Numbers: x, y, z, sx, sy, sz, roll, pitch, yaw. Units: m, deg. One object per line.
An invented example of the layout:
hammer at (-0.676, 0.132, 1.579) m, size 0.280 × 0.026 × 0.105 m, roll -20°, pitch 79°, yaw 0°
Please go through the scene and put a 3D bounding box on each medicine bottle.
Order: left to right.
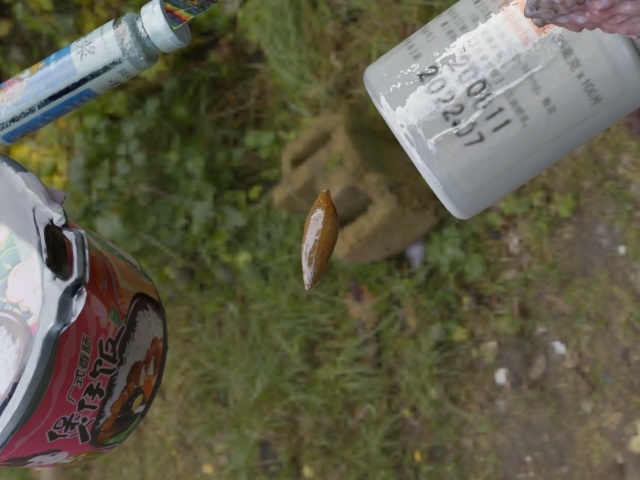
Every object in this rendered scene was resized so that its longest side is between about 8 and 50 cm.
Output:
medicine bottle at (-0.199, -0.141, 1.112) m, size 0.191 × 0.051 × 0.051 m, roll -25°, pitch 67°, yaw 17°
medicine bottle at (0.249, -0.205, 1.460) m, size 0.371 × 0.211 × 0.211 m, roll -35°, pitch 56°, yaw 8°

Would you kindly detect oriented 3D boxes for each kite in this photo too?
kite at (-0.102, -0.179, 0.937) m, size 0.090 × 0.122 × 0.004 m, roll 1°, pitch 70°, yaw 17°

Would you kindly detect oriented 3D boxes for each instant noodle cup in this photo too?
instant noodle cup at (-0.238, 0.075, 1.040) m, size 0.302 × 0.181 × 0.258 m, roll -8°, pitch 72°, yaw 33°

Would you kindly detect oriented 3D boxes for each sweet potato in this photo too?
sweet potato at (0.000, 0.000, 1.220) m, size 0.034 × 0.034 × 0.095 m, roll 10°, pitch 91°, yaw 55°

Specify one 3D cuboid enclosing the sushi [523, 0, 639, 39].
sushi at (0.176, -0.213, 0.681) m, size 0.241 × 0.107 × 0.161 m, roll 99°, pitch 178°, yaw -64°
